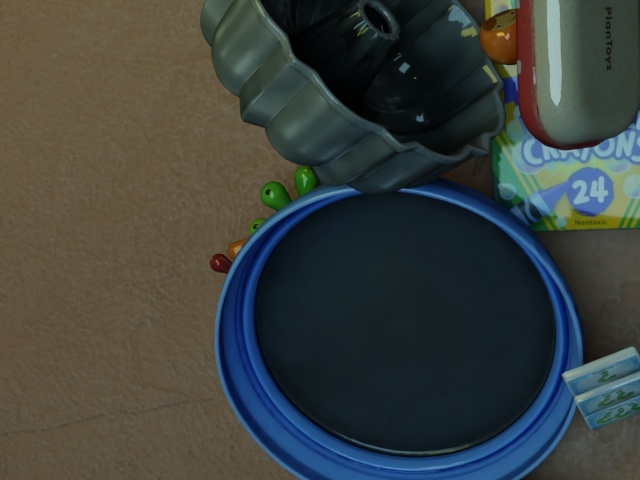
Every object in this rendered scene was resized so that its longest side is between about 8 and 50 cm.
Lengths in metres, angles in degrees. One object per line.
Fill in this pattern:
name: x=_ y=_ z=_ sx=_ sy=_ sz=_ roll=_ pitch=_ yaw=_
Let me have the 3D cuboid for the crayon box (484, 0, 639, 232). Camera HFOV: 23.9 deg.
crayon box: x=0.278 y=-0.173 z=1.563 sx=0.203 sy=0.083 sz=0.323 roll=-2 pitch=96 yaw=16

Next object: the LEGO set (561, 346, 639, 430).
LEGO set: x=0.378 y=0.137 z=1.517 sx=0.244 sy=0.182 sz=0.060 roll=-22 pitch=61 yaw=8

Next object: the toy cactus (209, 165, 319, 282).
toy cactus: x=0.000 y=0.000 z=1.672 sx=0.180 sy=0.112 sz=0.219 roll=42 pitch=104 yaw=-12

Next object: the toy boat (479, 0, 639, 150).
toy boat: x=0.220 y=-0.205 z=1.476 sx=0.151 sy=0.151 sz=0.231 roll=4 pitch=100 yaw=45

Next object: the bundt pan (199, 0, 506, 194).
bundt pan: x=0.021 y=-0.179 z=1.466 sx=0.331 sy=0.331 sz=0.124 roll=52 pitch=126 yaw=5

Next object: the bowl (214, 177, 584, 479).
bowl: x=0.084 y=0.107 z=1.604 sx=0.391 sy=0.077 sz=0.391 roll=5 pitch=116 yaw=10
